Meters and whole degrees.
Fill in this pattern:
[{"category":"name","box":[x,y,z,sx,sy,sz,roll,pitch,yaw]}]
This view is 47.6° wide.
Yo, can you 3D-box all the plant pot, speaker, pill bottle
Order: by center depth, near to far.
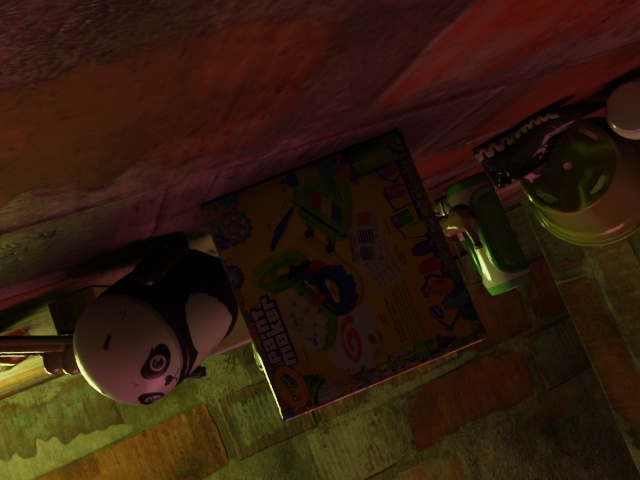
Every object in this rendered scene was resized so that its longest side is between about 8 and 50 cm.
[{"category":"pill bottle","box":[0.571,-0.235,1.292,0.112,0.112,0.187,-26,173,33]},{"category":"plant pot","box":[0.512,-0.131,1.432,0.276,0.276,0.254,-25,164,28]},{"category":"speaker","box":[0.427,-0.016,1.846,0.131,0.296,0.131,-22,174,-2]}]

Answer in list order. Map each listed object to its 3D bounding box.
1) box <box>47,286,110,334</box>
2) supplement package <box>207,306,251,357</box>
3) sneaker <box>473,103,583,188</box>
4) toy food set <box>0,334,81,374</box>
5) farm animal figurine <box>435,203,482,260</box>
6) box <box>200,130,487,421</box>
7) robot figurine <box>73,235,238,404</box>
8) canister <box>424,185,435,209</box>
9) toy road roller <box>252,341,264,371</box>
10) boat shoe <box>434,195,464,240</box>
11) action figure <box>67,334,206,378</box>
[{"category":"box","box":[-0.386,0.122,1.281,0.087,0.058,0.232,-22,175,4]},{"category":"supplement package","box":[-0.154,0.136,1.677,0.293,0.177,0.175,-22,174,4]},{"category":"sneaker","box":[0.385,-0.161,1.304,0.078,0.106,0.234,-19,173,-38]},{"category":"toy food set","box":[-0.468,0.201,1.171,0.306,0.092,0.220,-1,174,2]},{"category":"farm animal figurine","box":[0.205,0.013,1.769,0.330,0.172,0.327,-23,170,-5]},{"category":"box","box":[0.024,0.049,0.987,0.279,0.289,0.177,-21,175,-5]},{"category":"robot figurine","box":[-0.229,0.117,1.066,0.174,0.209,0.278,-21,-166,35]},{"category":"canister","box":[0.177,-0.065,1.588,0.126,0.073,0.170,-21,176,1]},{"category":"toy road roller","box":[-0.038,0.071,1.360,0.203,0.240,0.329,-4,127,-23]},{"category":"boat shoe","box":[0.373,-0.047,2.181,0.157,0.135,0.367,-24,171,19]},{"category":"action figure","box":[-0.457,0.265,1.809,0.342,0.178,0.330,3,177,-3]}]
